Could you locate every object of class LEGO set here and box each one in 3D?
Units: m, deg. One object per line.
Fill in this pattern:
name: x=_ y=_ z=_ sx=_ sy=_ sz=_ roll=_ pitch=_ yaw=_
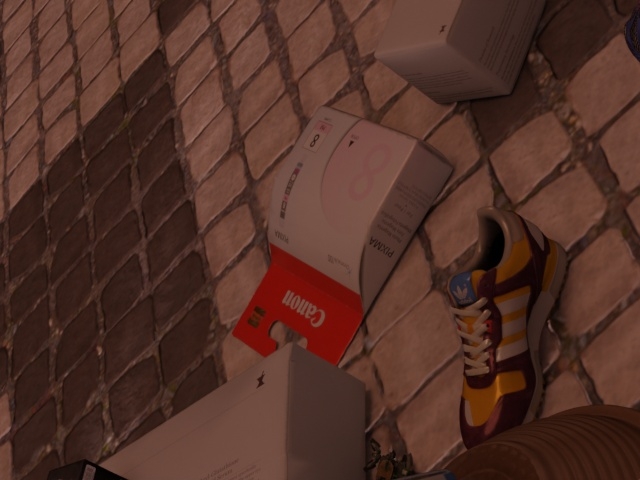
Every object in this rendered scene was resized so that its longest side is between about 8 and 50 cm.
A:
LEGO set: x=0.057 y=0.189 z=1.181 sx=0.054 sy=0.023 sz=0.083 roll=-29 pitch=54 yaw=42

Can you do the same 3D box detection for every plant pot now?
plant pot: x=0.132 y=0.200 z=0.975 sx=0.237 sy=0.110 sz=0.237 roll=-35 pitch=37 yaw=32

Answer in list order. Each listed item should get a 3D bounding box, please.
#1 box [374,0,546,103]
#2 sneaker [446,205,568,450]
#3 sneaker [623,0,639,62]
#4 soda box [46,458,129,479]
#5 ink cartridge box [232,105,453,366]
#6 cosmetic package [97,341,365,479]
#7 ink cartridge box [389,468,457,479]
box: x=0.121 y=-0.186 z=1.350 sx=0.101 sy=0.087 sz=0.102 roll=-2 pitch=62 yaw=54
sneaker: x=0.121 y=0.065 z=1.131 sx=0.070 sy=0.084 sz=0.185 roll=-18 pitch=49 yaw=47
sneaker: x=0.292 y=-0.222 z=1.154 sx=0.221 sy=0.083 sz=0.087 roll=-56 pitch=23 yaw=-3
soda box: x=-0.209 y=0.269 z=1.266 sx=0.060 sy=0.053 sz=0.169 roll=-24 pitch=44 yaw=44
ink cartridge box: x=0.000 y=0.000 z=1.393 sx=0.232 sy=0.066 sz=0.189 roll=-56 pitch=31 yaw=-4
cosmetic package: x=-0.121 y=0.291 z=1.264 sx=0.377 sy=0.097 sz=0.284 roll=-34 pitch=40 yaw=34
ink cartridge box: x=-0.002 y=0.312 z=0.917 sx=0.307 sy=0.129 sz=0.223 roll=-46 pitch=63 yaw=36
